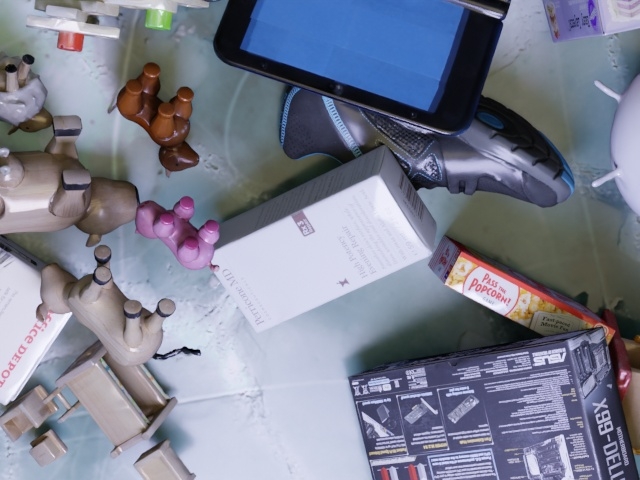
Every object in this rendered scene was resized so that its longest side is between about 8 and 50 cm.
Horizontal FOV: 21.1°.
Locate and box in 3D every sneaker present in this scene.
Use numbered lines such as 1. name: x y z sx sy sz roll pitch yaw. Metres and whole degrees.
1. sneaker: 0.118 -0.105 1.930 0.340 0.125 0.140 24 112 0

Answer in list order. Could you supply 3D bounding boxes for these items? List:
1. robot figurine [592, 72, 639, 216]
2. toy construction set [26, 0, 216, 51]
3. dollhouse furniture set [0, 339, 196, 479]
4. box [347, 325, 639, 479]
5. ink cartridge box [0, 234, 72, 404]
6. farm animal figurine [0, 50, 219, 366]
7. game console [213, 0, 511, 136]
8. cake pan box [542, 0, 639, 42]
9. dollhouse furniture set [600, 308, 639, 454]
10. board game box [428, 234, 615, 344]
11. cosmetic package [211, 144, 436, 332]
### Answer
1. robot figurine: 0.474 -0.101 1.896 0.353 0.200 0.300 5 58 -4
2. toy construction set: -0.202 -0.352 1.849 0.215 0.151 0.328 7 106 -29
3. dollhouse furniture set: -0.246 0.222 1.966 0.161 0.101 0.182 -32 99 26
4. box: 0.192 0.238 1.879 0.307 0.076 0.243 -14 90 40
5. ink cartridge box: -0.390 0.065 1.922 0.203 0.086 0.148 35 93 -8
6. farm animal figurine: -0.270 -0.031 1.857 0.326 0.172 0.330 13 58 -10
7. game console: 0.063 -0.290 1.813 0.293 0.173 0.250 18 127 2
8. cake pan box: 0.384 -0.269 1.837 0.245 0.267 0.070 -14 95 -4
9. dollhouse furniture set: 0.361 0.289 1.959 0.201 0.152 0.374 16 113 -5
10. board game box: 0.223 0.064 1.929 0.193 0.147 0.045 27 95 -7
11. cosmetic package: 0.000 0.000 1.892 0.231 0.085 0.117 -27 111 21
